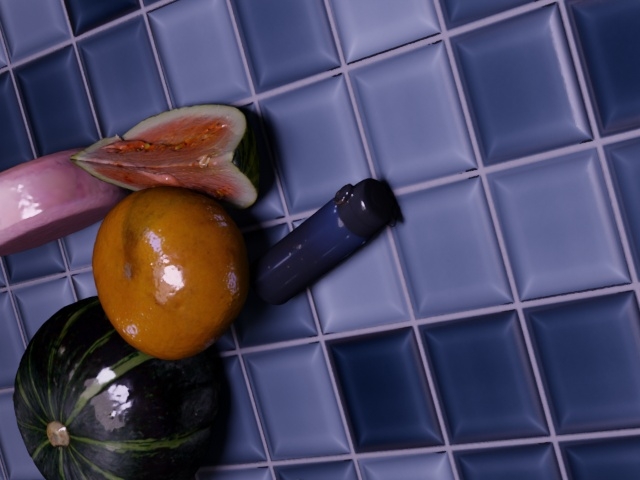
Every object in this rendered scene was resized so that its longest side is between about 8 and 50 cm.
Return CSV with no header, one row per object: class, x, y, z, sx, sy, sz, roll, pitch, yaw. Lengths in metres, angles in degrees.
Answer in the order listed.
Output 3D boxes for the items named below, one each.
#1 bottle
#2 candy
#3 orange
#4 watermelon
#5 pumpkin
bottle,0.000,0.000,1.963,0.082,0.072,0.244,34,135,-21
candy,-0.402,-0.054,2.203,0.255,0.255,0.094,-26,85,44
orange,-0.195,0.039,2.020,0.240,0.171,0.240,10,104,48
watermelon,-0.172,-0.127,2.054,0.303,0.159,0.128,4,74,40
pumpkin,-0.294,0.235,2.187,0.323,0.241,0.323,9,105,39
